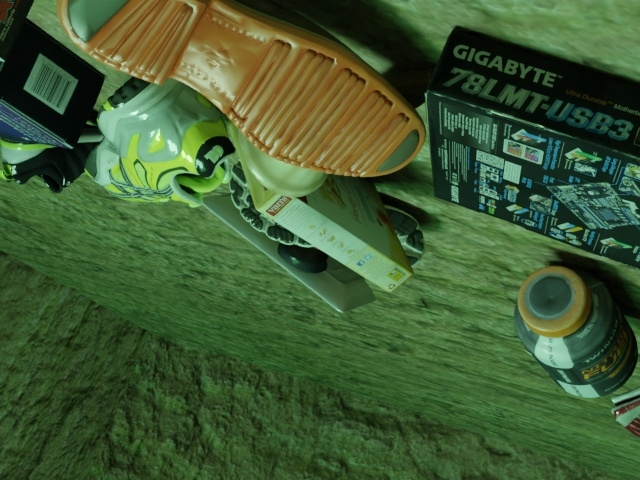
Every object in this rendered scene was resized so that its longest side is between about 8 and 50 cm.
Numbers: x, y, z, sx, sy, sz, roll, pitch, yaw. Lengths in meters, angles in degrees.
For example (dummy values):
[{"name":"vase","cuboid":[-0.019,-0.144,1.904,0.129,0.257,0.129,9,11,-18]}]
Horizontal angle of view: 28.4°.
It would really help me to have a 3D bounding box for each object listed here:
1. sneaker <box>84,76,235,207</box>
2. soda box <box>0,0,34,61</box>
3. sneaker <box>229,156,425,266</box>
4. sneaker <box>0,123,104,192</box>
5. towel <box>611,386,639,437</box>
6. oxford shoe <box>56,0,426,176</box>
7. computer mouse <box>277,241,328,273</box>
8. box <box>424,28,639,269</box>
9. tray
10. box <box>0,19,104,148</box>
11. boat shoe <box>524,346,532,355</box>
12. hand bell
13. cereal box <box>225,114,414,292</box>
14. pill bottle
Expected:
[{"name":"sneaker","cuboid":[-0.193,-0.094,1.554,0.147,0.145,0.385,47,169,2]},{"name":"soda box","cuboid":[-0.271,-0.243,1.087,0.053,0.169,0.060,16,166,27]},{"name":"sneaker","cuboid":[0.005,-0.029,1.686,0.279,0.107,0.118,26,-179,0]},{"name":"sneaker","cuboid":[-0.368,-0.117,1.793,0.084,0.097,0.234,15,-168,36]},{"name":"towel","cuboid":[0.574,0.247,1.749,0.237,0.037,0.329,-27,140,27]},{"name":"oxford shoe","cuboid":[-0.057,-0.179,1.139,0.363,0.133,0.130,28,124,-25]},{"name":"computer mouse","cuboid":[0.000,0.000,1.793,0.071,0.041,0.242,35,-164,8]},{"name":"box","cuboid":[0.248,-0.065,1.179,0.293,0.073,0.295,19,167,12]},{"name":"tray","cuboid":[-0.041,0.005,1.829,0.270,0.030,0.145,37,-162,14]},{"name":"box","cuboid":[-0.409,-0.205,1.617,0.207,0.108,0.153,10,163,41]},{"name":"boat shoe","cuboid":[0.368,0.159,1.980,0.137,0.049,0.043,5,117,60]},{"name":"hand bell","cuboid":[0.035,-0.127,1.264,0.126,0.126,0.242,29,154,-30]},{"name":"cereal box","cuboid":[0.000,-0.053,1.484,0.240,0.047,0.173,33,-154,-41]},{"name":"pill bottle","cuboid":[0.330,0.114,1.650,0.130,0.130,0.245,15,166,29]}]
